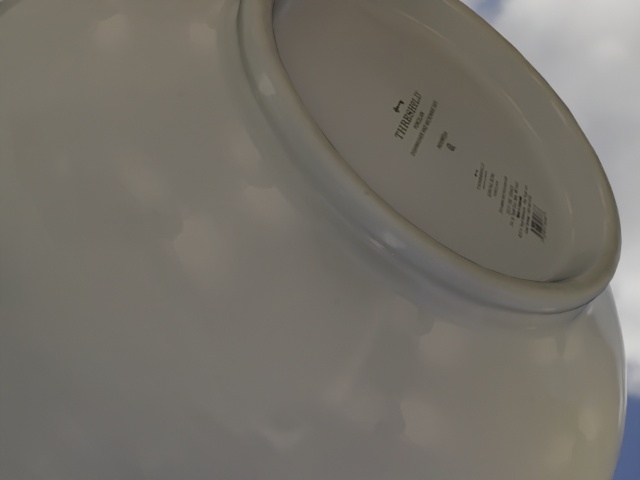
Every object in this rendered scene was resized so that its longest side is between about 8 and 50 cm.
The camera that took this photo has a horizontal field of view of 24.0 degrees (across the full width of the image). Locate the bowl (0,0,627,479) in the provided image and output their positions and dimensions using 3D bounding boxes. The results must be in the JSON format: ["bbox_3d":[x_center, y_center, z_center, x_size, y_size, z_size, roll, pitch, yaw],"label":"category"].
[{"bbox_3d":[0.000,0.000,0.488,0.134,0.298,0.298,-46,-154,34],"label":"bowl"}]
